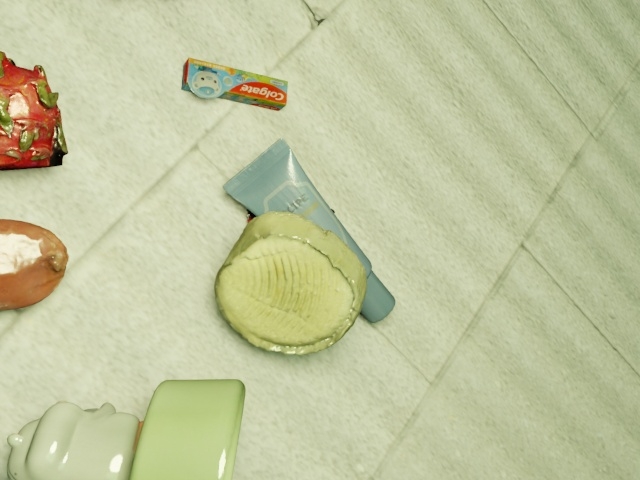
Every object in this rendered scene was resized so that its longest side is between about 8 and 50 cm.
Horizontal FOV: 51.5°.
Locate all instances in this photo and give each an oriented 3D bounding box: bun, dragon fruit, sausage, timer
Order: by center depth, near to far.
[{"bbox_3d":[-0.499,0.036,0.945,0.254,0.148,0.148,6,78,-30],"label":"sausage"},{"bbox_3d":[-0.284,0.322,0.953,0.315,0.291,0.291,11,75,-4],"label":"timer"},{"bbox_3d":[-0.461,-0.194,0.998,0.160,0.166,0.172,-4,95,11],"label":"dragon fruit"},{"bbox_3d":[-0.045,0.066,1.119,0.259,0.259,0.152,40,28,-15],"label":"bun"}]

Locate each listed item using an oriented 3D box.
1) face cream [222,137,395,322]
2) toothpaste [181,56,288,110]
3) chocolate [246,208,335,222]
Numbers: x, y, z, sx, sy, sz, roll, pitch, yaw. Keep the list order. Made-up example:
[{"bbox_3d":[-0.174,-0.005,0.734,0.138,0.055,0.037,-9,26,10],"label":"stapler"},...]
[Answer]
[{"bbox_3d":[0.000,0.000,1.206,0.135,0.086,0.385,-38,111,8],"label":"face cream"},{"bbox_3d":[-0.157,-0.276,1.222,0.193,0.044,0.070,8,79,-25],"label":"toothpaste"},{"bbox_3d":[-0.052,-0.026,1.239,0.182,0.028,0.086,4,82,-28],"label":"chocolate"}]
